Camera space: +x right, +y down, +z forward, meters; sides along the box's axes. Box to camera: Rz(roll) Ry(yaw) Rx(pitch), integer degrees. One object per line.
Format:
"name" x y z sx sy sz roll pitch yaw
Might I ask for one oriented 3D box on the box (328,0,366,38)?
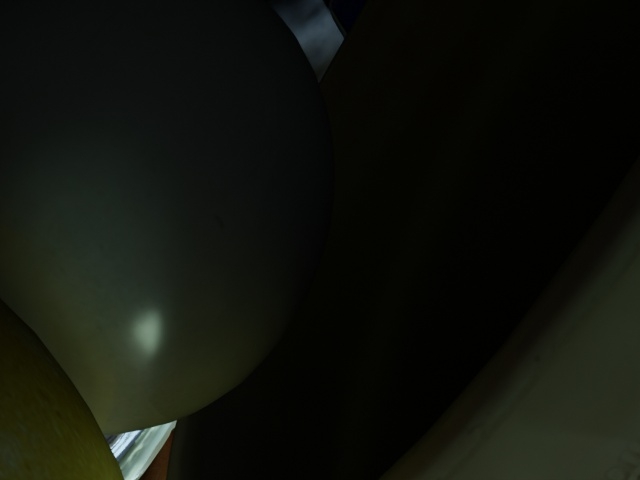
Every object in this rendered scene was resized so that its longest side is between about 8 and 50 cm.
"box" 0.082 -0.103 0.774 0.137 0.072 0.126 -36 173 3

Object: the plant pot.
"plant pot" 0.156 0.012 0.485 0.323 0.280 0.323 -56 -168 19

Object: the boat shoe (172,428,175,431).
"boat shoe" -0.087 0.106 1.053 0.302 0.113 0.103 -18 141 24

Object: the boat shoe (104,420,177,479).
"boat shoe" -0.098 0.041 0.821 0.285 0.103 0.092 -41 134 7

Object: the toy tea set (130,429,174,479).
"toy tea set" -0.056 0.103 0.909 0.336 0.124 0.200 -18 -135 33

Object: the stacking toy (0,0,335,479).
"stacking toy" -0.153 0.096 0.341 0.480 0.350 0.350 -55 -173 -33
